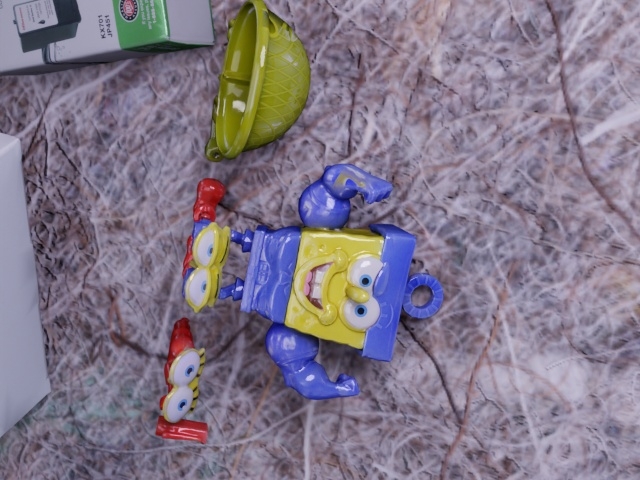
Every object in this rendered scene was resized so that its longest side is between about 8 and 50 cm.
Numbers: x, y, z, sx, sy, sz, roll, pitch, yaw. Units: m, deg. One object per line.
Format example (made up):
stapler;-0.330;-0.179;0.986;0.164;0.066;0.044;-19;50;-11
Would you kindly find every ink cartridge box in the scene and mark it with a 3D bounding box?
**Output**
ink cartridge box;-0.210;-0.233;1.148;0.208;0.087;0.153;-6;94;26

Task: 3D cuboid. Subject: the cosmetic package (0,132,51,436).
cosmetic package;-0.446;0.003;1.237;0.377;0.097;0.285;16;127;22

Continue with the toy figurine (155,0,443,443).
toy figurine;0.000;0.000;1.086;0.217;0.191;0.363;11;95;-7
